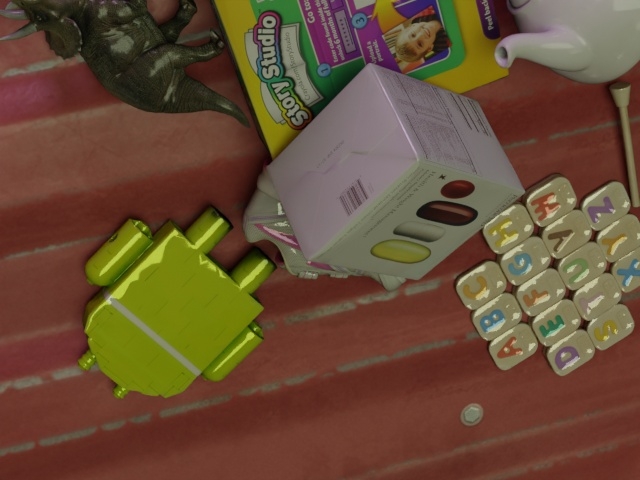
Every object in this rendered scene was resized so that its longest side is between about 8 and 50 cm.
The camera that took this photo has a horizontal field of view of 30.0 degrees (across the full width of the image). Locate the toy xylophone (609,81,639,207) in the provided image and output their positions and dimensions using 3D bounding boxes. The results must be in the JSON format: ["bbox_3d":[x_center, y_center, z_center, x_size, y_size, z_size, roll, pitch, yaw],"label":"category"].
[{"bbox_3d":[0.527,-0.150,1.627,0.236,0.081,0.322,-25,113,-8],"label":"toy xylophone"}]

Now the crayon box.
[{"bbox_3d":[0.026,-0.312,1.401,0.313,0.106,0.362,-21,120,-2],"label":"crayon box"}]

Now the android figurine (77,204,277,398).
[{"bbox_3d":[-0.192,0.089,1.540,0.273,0.056,0.248,-46,114,4],"label":"android figurine"}]

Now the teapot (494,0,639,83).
[{"bbox_3d":[0.308,-0.327,1.435,0.187,0.256,0.252,23,112,-13],"label":"teapot"}]

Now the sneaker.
[{"bbox_3d":[0.000,0.000,1.543,0.252,0.103,0.111,34,106,-21],"label":"sneaker"}]

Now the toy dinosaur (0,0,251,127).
[{"bbox_3d":[-0.217,-0.228,1.408,0.160,0.121,0.313,-43,119,16],"label":"toy dinosaur"}]

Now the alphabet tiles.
[{"bbox_3d":[0.338,0.052,1.686,0.278,0.021,0.284,-31,114,-2],"label":"alphabet tiles"}]

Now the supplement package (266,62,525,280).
[{"bbox_3d":[0.089,-0.073,1.413,0.203,0.149,0.194,11,137,-45],"label":"supplement package"}]
